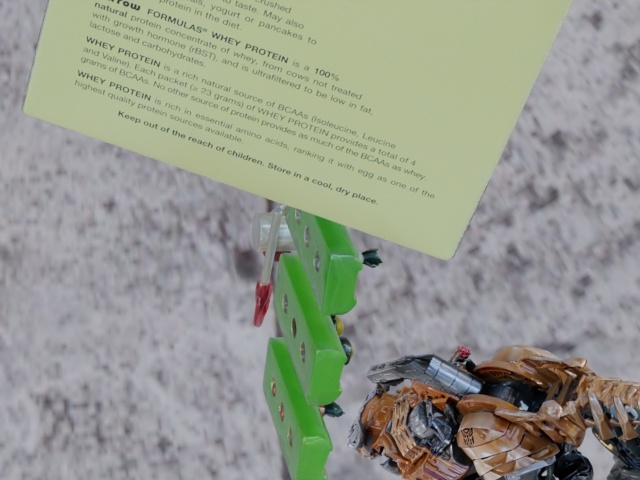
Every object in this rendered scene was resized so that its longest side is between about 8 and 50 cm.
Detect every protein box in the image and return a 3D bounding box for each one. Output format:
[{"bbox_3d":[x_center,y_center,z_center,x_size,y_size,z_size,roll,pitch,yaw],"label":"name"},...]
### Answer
[{"bbox_3d":[0.004,-0.133,0.809,0.199,0.136,0.201,19,133,-3],"label":"protein box"}]

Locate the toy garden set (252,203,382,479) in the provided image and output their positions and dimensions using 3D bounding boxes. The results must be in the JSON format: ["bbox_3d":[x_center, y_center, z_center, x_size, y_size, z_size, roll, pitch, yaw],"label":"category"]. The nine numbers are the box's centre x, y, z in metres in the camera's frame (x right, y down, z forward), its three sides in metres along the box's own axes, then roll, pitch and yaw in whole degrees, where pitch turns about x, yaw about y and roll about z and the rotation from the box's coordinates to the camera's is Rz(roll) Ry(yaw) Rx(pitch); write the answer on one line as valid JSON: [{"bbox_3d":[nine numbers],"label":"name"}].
[{"bbox_3d":[0.000,0.000,1.241,0.049,0.204,0.244,-1,123,-15],"label":"toy garden set"}]

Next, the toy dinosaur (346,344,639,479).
[{"bbox_3d":[0.147,0.148,1.335,0.218,0.322,0.164,41,81,-21],"label":"toy dinosaur"}]
